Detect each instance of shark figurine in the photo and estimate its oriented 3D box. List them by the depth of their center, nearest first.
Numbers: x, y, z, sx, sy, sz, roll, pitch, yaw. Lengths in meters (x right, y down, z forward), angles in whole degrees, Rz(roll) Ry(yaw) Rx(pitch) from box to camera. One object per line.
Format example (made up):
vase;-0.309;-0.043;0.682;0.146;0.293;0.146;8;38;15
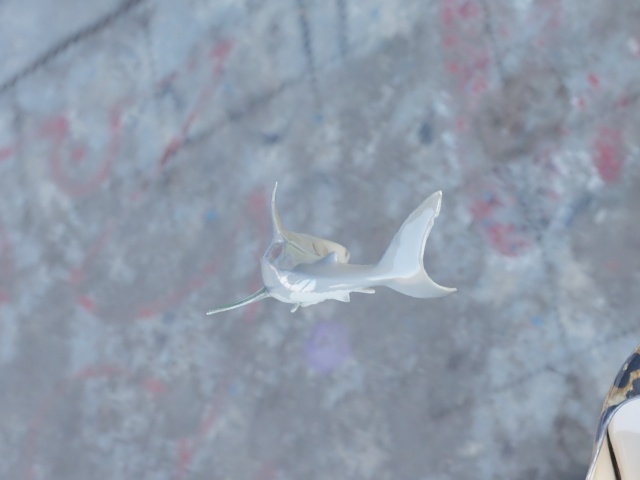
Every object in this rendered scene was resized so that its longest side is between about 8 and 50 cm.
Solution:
shark figurine;-0.007;0.003;1.672;0.278;0.166;0.116;179;80;-69

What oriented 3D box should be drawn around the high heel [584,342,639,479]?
high heel;0.201;0.165;1.210;0.093;0.186;0.261;17;102;15
